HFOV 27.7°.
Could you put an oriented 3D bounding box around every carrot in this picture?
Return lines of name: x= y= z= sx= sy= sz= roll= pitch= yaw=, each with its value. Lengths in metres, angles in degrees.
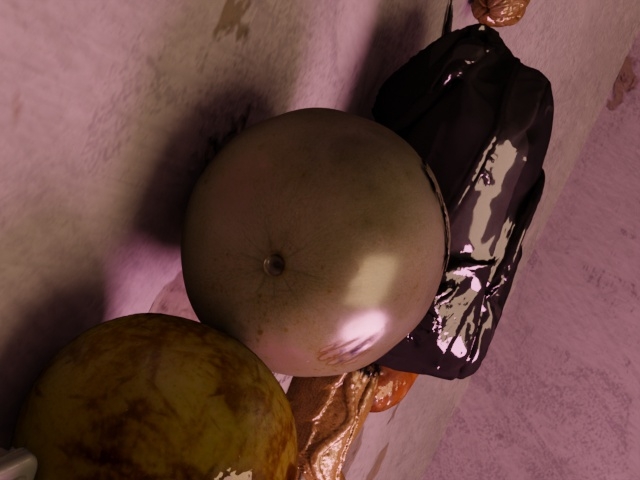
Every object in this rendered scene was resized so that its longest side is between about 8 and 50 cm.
carrot: x=0.086 y=0.172 z=1.875 sx=0.225 sy=0.159 sz=0.159 roll=-65 pitch=170 yaw=-53

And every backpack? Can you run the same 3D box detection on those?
backpack: x=0.161 y=-0.059 z=1.678 sx=0.363 sy=0.254 sz=0.446 roll=-65 pitch=174 yaw=-68

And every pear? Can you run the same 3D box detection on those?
pear: x=-0.151 y=0.208 z=1.166 sx=0.284 sy=0.283 sz=0.284 roll=-53 pitch=159 yaw=-30

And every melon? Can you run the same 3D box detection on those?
melon: x=0.000 y=0.000 z=1.308 sx=0.269 sy=0.268 sz=0.330 roll=-67 pitch=169 yaw=11

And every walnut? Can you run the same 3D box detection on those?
walnut: x=0.259 y=-0.347 z=1.861 sx=0.096 sy=0.082 sz=0.079 roll=-40 pitch=-177 yaw=-40

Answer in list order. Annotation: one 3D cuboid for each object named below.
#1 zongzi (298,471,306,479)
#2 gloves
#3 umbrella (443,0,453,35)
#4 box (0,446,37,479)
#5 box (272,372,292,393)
zongzi: x=-0.158 y=0.365 z=1.315 sx=0.500 sy=0.218 sz=0.467 roll=-35 pitch=152 yaw=-25
gloves: x=-0.041 y=0.285 z=1.750 sx=0.155 sy=0.203 sz=0.357 roll=0 pitch=111 yaw=-46
umbrella: x=0.178 y=-0.278 z=1.821 sx=0.149 sy=0.022 sz=0.022 roll=93 pitch=-13 yaw=-51
box: x=-0.315 y=0.216 z=1.013 sx=0.172 sy=0.092 sz=0.124 roll=-17 pitch=132 yaw=-65
box: x=-0.060 y=0.088 z=1.578 sx=0.168 sy=0.071 sz=0.259 roll=-25 pitch=138 yaw=-63
